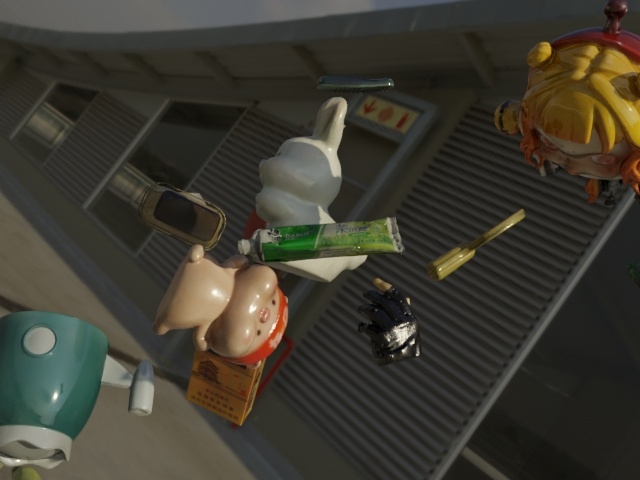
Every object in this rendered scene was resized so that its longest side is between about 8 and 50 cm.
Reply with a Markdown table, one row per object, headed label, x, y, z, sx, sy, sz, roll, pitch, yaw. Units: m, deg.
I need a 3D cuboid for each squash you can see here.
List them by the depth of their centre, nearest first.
| label | x | y | z | sx | sy | sz | roll | pitch | yaw |
| --- | --- | --- | --- | --- | --- | --- | --- | --- | --- |
| squash | -0.699 | 0.583 | 1.599 | 0.094 | 0.094 | 0.224 | 39 | -9 | -29 |

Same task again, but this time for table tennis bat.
| label | x | y | z | sx | sy | sz | roll | pitch | yaw |
| --- | --- | --- | --- | --- | --- | --- | --- | --- | --- |
| table tennis bat | 0.386 | 0.008 | 1.711 | 0.050 | 0.321 | 0.198 | 56 | -27 | 5 |

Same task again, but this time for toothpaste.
| label | x | y | z | sx | sy | sz | roll | pitch | yaw |
| --- | --- | --- | --- | --- | --- | --- | --- | --- | --- |
| toothpaste | 0.000 | 0.000 | 1.027 | 0.047 | 0.248 | 0.078 | 92 | -9 | -46 |

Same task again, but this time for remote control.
| label | x | y | z | sx | sy | sz | roll | pitch | yaw |
| --- | --- | --- | --- | --- | --- | --- | --- | --- | --- |
| remote control | 0.099 | -0.444 | 1.945 | 0.222 | 0.042 | 0.072 | -2 | 1 | -12 |

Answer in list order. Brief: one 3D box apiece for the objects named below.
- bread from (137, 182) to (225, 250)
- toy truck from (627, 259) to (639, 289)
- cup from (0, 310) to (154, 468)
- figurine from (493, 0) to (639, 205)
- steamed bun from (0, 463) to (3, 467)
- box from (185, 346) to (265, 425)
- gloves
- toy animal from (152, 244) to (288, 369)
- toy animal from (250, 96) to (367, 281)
| label | x | y | z | sx | sy | sz | roll | pitch | yaw |
| --- | --- | --- | --- | --- | --- | --- | --- | --- | --- |
| bread | -0.362 | -0.069 | 1.794 | 0.224 | 0.142 | 0.212 | 27 | -5 | -19 |
| toy truck | 0.332 | 0.067 | 0.583 | 0.154 | 0.078 | 0.080 | 42 | -16 | 18 |
| cup | -0.379 | 0.207 | 0.919 | 0.300 | 0.173 | 0.167 | 7 | -35 | -11 |
| figurine | 0.415 | -0.186 | 1.016 | 0.320 | 0.196 | 0.323 | 24 | -11 | 32 |
| steamed bun | -0.659 | 0.283 | 1.362 | 0.310 | 0.219 | 0.324 | -126 | -156 | -62 |
| box | -0.246 | 0.341 | 1.792 | 0.174 | 0.274 | 0.076 | 23 | 34 | 8 |
| gloves | 0.141 | 0.158 | 1.393 | 0.106 | 0.129 | 0.180 | 117 | -42 | -72 |
| toy animal | -0.149 | 0.110 | 1.087 | 0.198 | 0.171 | 0.171 | 25 | -2 | -14 |
| toy animal | -0.012 | -0.101 | 1.411 | 0.241 | 0.367 | 0.196 | 7 | -9 | -6 |
